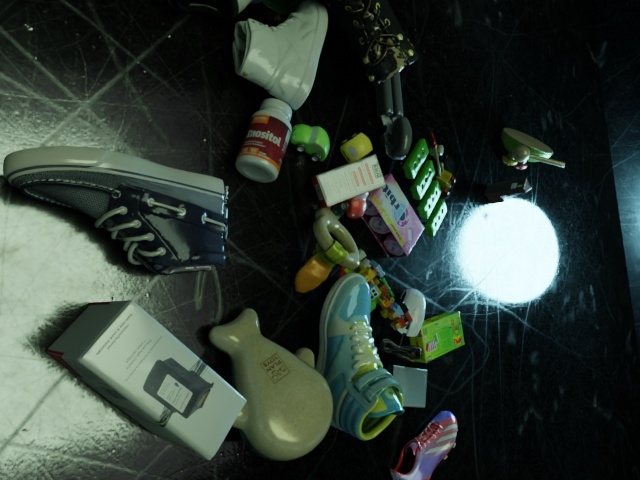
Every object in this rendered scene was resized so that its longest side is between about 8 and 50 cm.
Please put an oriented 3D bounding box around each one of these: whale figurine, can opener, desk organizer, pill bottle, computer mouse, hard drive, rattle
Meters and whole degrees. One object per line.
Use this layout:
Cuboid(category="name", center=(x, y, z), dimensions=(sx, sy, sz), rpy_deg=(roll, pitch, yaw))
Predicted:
Cuboid(category="whale figurine", center=(-0.102, 0.264, 0.879), dimensions=(0.216, 0.141, 0.272), rpy_deg=(-30, 79, -40))
Cuboid(category="can opener", center=(0.192, -0.342, 1.239), dimensions=(0.074, 0.093, 0.281), rpy_deg=(1, 78, -41))
Cuboid(category="desk organizer", center=(0.600, -0.158, 1.543), dimensions=(0.050, 0.130, 0.047), rpy_deg=(45, 57, -30))
Cuboid(category="pill bottle", center=(-0.106, -0.198, 0.949), dimensions=(0.086, 0.086, 0.152), rpy_deg=(29, 65, -35))
Cuboid(category="computer mouse", center=(0.216, 0.197, 1.188), dimensions=(0.106, 0.042, 0.193), rpy_deg=(21, 60, 0))
Cuboid(category="hard drive", center=(0.214, 0.362, 1.195), dimensions=(0.135, 0.022, 0.094), rpy_deg=(19, 72, -39))
Cuboid(category="rattle", center=(0.000, 0.000, 1.057), dimensions=(0.130, 0.143, 0.200), rpy_deg=(10, 41, -34))

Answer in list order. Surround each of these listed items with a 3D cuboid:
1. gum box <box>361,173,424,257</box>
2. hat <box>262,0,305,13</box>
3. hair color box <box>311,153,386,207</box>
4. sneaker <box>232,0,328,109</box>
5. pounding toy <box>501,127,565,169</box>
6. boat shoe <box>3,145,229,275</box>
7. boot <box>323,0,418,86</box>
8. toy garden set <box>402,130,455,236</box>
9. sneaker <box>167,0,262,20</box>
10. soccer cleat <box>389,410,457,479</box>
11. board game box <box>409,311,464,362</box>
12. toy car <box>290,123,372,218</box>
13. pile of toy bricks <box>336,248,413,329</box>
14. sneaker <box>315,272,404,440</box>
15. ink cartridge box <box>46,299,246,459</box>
Cuboid(category="gum box", center=(0.169, -0.063, 1.190), dimensions=(0.188, 0.062, 0.107), rpy_deg=(54, 53, -22))
Cuboid(category="hat", center=(-0.046, -0.588, 0.993), dimensions=(0.173, 0.183, 0.208), rpy_deg=(52, 54, -24))
Cuboid(category="hair color box", center=(0.059, -0.125, 1.017), dimensions=(0.141, 0.043, 0.072), rpy_deg=(-21, 96, -14))
Cuboid(category="sneaker", center=(-0.086, -0.423, 0.986), dimensions=(0.169, 0.108, 0.293), rpy_deg=(23, 56, -25))
Cuboid(category="pounding toy", center=(0.689, -0.285, 1.647), dimensions=(0.182, 0.110, 0.237), rpy_deg=(18, 30, -9))
Cuboid(category="boat shoe", center=(-0.284, -0.032, 0.735), dimensions=(0.340, 0.127, 0.158), rpy_deg=(5, 73, -42))
Cuboid(category="boot", center=(0.094, -0.483, 1.031), dimensions=(0.284, 0.138, 0.377), rpy_deg=(58, 13, -12))
Cuboid(category="toy garden set", center=(0.286, -0.167, 1.289), dimensions=(0.204, 0.049, 0.244), rpy_deg=(-56, 135, -32))
Cuboid(category="sneaker", center=(-0.231, -0.525, 0.857), dimensions=(0.315, 0.127, 0.182), rpy_deg=(44, 56, -30))
Cuboid(category="soccer cleat", center=(0.257, 0.504, 1.179), dimensions=(0.248, 0.083, 0.095), rpy_deg=(-44, 108, -34))
Cuboid(category="board game box", center=(0.310, 0.253, 1.283), dimensions=(0.181, 0.043, 0.092), rpy_deg=(-9, 90, -42))
Cuboid(category="toy car", center=(0.033, -0.191, 1.076), dimensions=(0.225, 0.053, 0.239), rpy_deg=(28, 55, -30))
Cuboid(category="pile of toy bricks", center=(0.114, 0.136, 1.097), dimensions=(0.105, 0.118, 0.212), rpy_deg=(-38, 121, -7))
Cuboid(category="sneaker", center=(0.092, 0.232, 0.949), dimensions=(0.127, 0.208, 0.319), rpy_deg=(9, 90, -38))
Cuboid(category="ink cartridge box", center=(-0.250, 0.200, 0.704), dimensions=(0.237, 0.172, 0.100), rpy_deg=(51, 55, -24))
